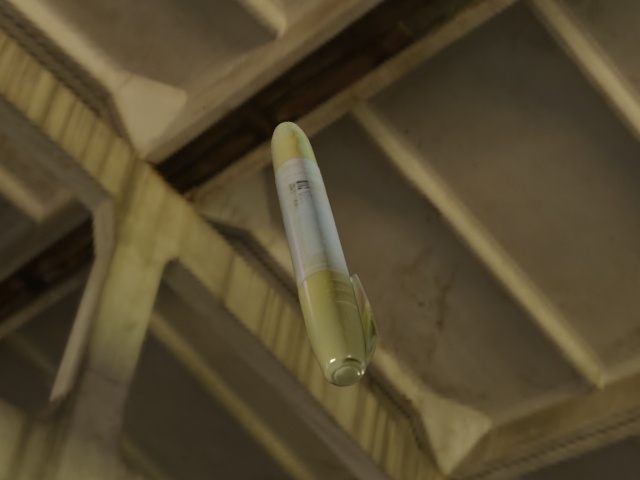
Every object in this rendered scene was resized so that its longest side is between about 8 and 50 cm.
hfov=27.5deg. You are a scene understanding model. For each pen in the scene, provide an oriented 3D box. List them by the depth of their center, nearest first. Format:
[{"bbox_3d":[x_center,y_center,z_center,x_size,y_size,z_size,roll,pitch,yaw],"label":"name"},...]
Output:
[{"bbox_3d":[0.000,0.000,0.772,0.040,0.233,0.032,13,-55,-20],"label":"pen"}]
